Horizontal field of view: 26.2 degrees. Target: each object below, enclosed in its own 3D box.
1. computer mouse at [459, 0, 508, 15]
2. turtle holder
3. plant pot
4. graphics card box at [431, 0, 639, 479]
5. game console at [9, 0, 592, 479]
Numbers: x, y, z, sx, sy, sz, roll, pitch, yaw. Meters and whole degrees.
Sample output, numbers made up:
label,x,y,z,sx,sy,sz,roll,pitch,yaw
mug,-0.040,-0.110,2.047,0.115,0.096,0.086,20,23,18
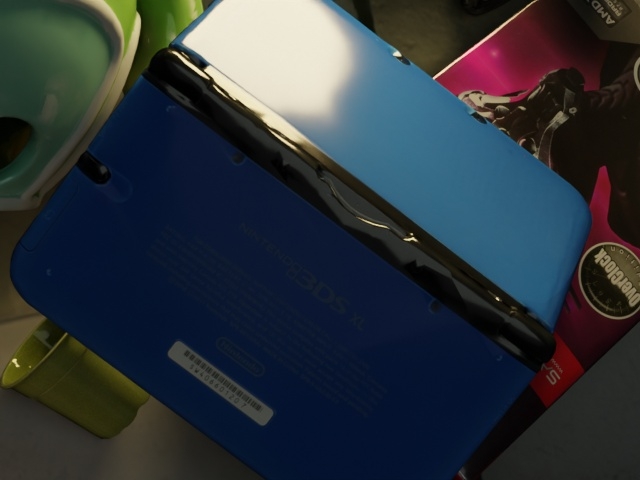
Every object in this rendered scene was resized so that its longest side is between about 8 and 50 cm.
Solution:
label,x,y,z,sx,sy,sz,roll,pitch,yaw
computer mouse,0.169,-0.272,1.000,0.184,0.262,0.060,-29,71,-13
turtle holder,-0.226,-0.136,0.881,0.243,0.320,0.227,4,94,21
plant pot,-0.159,0.092,0.928,0.079,0.083,0.083,45,72,-18
graphics card box,0.137,-0.017,0.992,0.371,0.094,0.233,-37,87,-26
game console,0.000,0.000,0.875,0.293,0.173,0.250,37,98,-3
